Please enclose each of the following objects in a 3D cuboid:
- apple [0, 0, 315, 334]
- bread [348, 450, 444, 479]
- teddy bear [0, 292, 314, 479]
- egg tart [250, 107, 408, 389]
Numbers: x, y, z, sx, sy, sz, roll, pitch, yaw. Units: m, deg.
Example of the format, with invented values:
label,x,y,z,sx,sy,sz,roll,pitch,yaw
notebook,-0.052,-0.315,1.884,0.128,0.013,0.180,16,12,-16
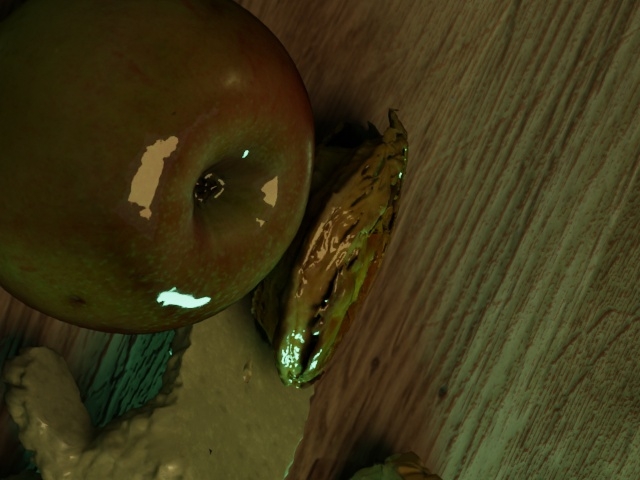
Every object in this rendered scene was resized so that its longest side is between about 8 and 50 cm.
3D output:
label,x,y,z,sx,sy,sz,roll,pitch,yaw
apple,-0.157,-0.069,1.531,0.319,0.277,0.319,-12,114,-28
bread,0.063,0.331,1.867,0.224,0.183,0.211,-35,121,-17
teddy bear,-0.229,0.233,1.714,0.362,0.375,0.327,-18,127,25
egg tart,0.000,0.000,1.707,0.297,0.132,0.297,20,90,-78
